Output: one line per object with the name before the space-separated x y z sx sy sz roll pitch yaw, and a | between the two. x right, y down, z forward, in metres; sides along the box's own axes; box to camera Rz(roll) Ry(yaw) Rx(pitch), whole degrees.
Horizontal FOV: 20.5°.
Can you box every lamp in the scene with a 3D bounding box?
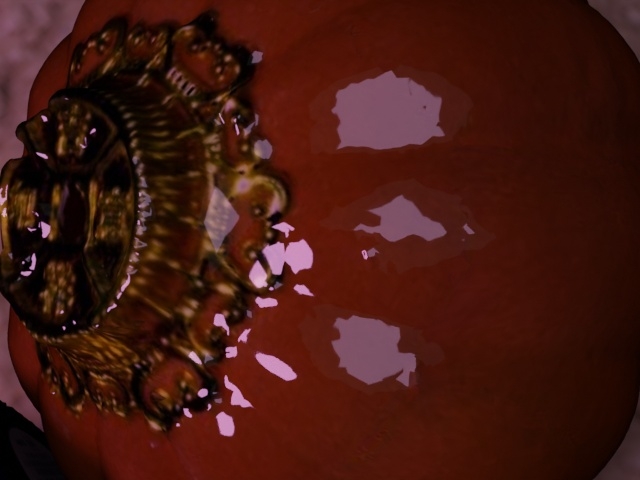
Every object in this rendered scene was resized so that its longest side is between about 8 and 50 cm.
lamp | 0.000 0.000 0.531 0.223 0.196 0.223 -7 80 44

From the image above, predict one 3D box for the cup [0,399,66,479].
cup | -0.184 0.148 0.539 0.256 0.178 0.255 -41 79 -4
